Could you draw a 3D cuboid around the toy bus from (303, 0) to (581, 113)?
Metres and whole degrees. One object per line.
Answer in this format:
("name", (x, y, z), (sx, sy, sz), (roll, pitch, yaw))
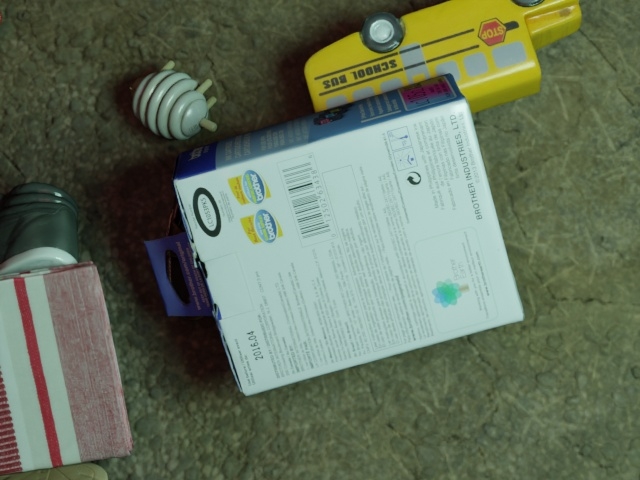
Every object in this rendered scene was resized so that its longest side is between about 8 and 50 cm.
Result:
("toy bus", (0.149, -0.215, 1.791), (0.332, 0.108, 0.130), (-17, 78, 3))

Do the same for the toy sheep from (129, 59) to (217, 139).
("toy sheep", (-0.177, -0.165, 1.831), (0.132, 0.091, 0.091), (26, 83, 29))

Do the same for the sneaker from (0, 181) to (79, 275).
("sneaker", (-0.403, 0.027, 1.822), (0.296, 0.104, 0.147), (-20, 42, 24))

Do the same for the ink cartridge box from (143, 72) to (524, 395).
("ink cartridge box", (0.000, 0.000, 1.701), (0.395, 0.151, 0.270), (-16, 106, 1))

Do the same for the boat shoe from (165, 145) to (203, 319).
("boat shoe", (-0.152, -0.010, 1.806), (0.073, 0.073, 0.207), (3, 81, 6))

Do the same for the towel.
("towel", (-0.394, 0.158, 1.724), (0.329, 0.037, 0.237), (-8, 105, 2))

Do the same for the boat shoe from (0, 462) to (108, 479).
("boat shoe", (-0.381, 0.322, 1.760), (0.285, 0.103, 0.092), (-6, 112, 6))
